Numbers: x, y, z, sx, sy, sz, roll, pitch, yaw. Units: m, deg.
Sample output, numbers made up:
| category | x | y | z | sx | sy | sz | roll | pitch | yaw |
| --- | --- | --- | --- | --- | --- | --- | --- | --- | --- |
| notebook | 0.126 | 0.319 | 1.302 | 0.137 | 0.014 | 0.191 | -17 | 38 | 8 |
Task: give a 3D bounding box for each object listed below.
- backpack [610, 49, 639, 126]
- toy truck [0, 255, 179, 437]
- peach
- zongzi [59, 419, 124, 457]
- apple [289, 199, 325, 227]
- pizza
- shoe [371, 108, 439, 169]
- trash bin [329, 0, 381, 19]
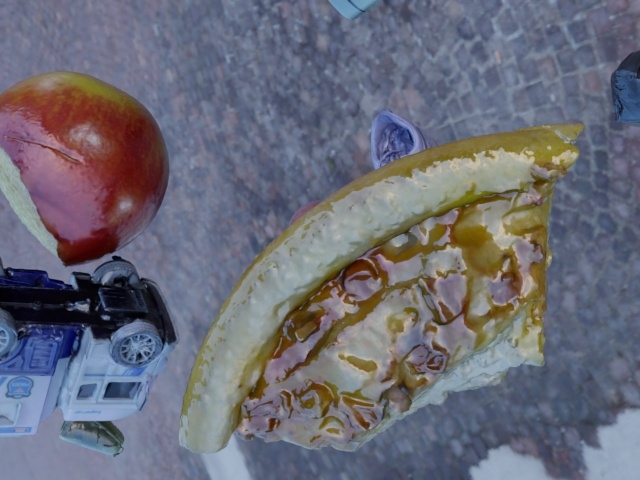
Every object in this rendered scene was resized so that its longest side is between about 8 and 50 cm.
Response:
| category | x | y | z | sx | sy | sz | roll | pitch | yaw |
| --- | --- | --- | --- | --- | --- | --- | --- | --- | --- |
| backpack | 0.406 | -0.175 | 1.057 | 0.120 | 0.165 | 0.105 | 7 | 115 | 46 |
| toy truck | -0.277 | 0.101 | 0.820 | 0.124 | 0.268 | 0.155 | 56 | 132 | 49 |
| peach | -0.246 | -0.065 | 0.882 | 0.190 | 0.192 | 0.190 | 11 | 135 | 11 |
| zongzi | -0.368 | 0.294 | 1.525 | 0.055 | 0.109 | 0.119 | 130 | 159 | -54 |
| apple | 0.000 | 0.000 | 1.736 | 0.153 | 0.120 | 0.153 | -11 | -90 | -88 |
| pizza | 0.048 | 0.050 | 0.649 | 0.182 | 0.365 | 0.074 | 58 | -171 | 1 |
| shoe | 0.124 | -0.063 | 1.236 | 0.095 | 0.138 | 0.245 | -20 | 60 | 25 |
| trash bin | 0.047 | -0.315 | 0.969 | 0.116 | 0.059 | 0.130 | 47 | 139 | -16 |
